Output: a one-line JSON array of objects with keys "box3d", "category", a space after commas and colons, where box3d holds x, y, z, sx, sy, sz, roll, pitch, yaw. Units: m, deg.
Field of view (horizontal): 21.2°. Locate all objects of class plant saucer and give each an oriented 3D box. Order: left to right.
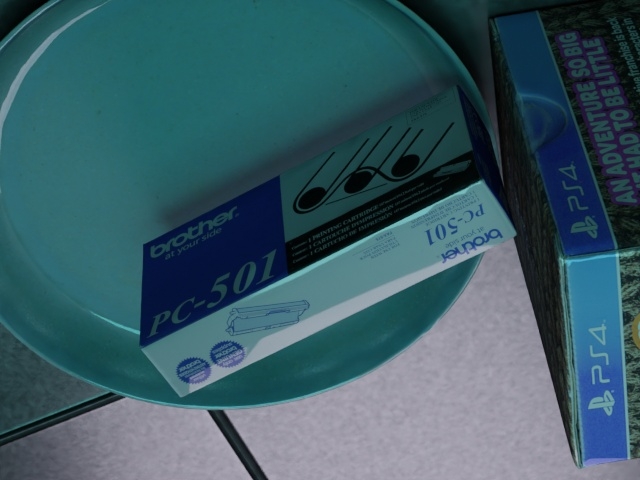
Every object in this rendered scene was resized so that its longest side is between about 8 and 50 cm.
[{"box3d": [-0.056, -0.033, 0.996, 0.318, 0.043, 0.317, -2, 126, -3], "category": "plant saucer"}]

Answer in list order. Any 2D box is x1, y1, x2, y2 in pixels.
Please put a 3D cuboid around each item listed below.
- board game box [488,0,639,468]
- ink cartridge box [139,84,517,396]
[{"box3d": [0.253, -0.027, 0.908, 0.291, 0.232, 0.141, -9, 126, 3], "category": "board game box"}, {"box3d": [0.000, 0.000, 0.938, 0.207, 0.097, 0.046, -26, 124, 14], "category": "ink cartridge box"}]
